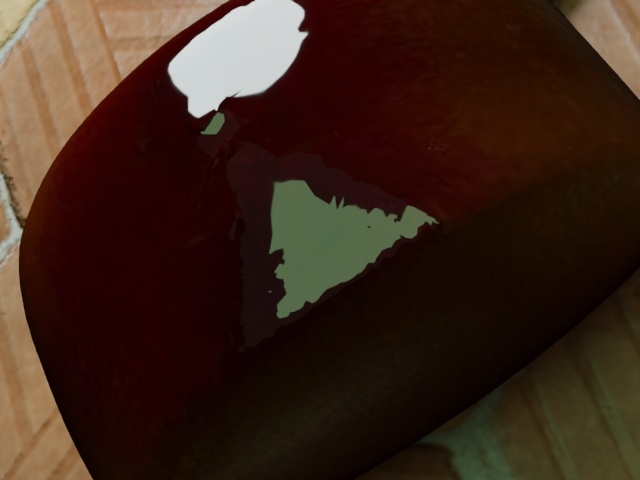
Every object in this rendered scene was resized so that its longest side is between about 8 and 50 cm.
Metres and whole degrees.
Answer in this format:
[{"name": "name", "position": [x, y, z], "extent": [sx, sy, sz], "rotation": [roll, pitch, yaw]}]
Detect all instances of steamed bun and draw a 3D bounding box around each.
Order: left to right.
[{"name": "steamed bun", "position": [0.000, 0.000, 0.603], "extent": [0.379, 0.248, 0.235], "rotation": [-34, 64, 8]}]
